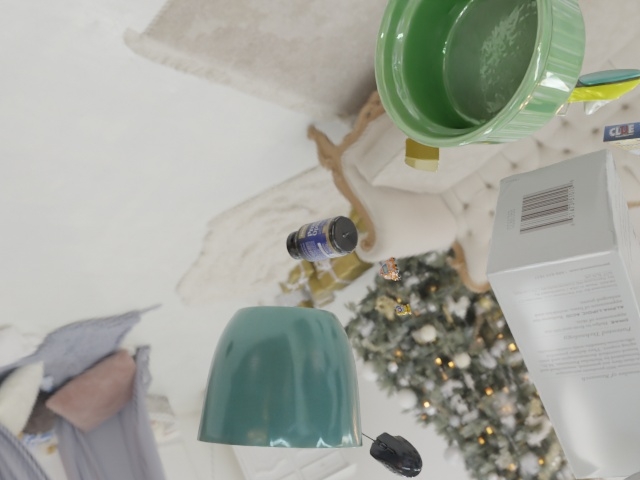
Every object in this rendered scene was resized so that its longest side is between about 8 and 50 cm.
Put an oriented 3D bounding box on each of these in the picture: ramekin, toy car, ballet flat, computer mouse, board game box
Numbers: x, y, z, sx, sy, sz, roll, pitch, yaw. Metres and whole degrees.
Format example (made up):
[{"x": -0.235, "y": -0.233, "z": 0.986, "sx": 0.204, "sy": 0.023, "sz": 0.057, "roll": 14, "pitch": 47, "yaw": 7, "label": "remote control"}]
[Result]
[{"x": 0.238, "y": -0.284, "z": 1.081, "sx": 0.148, "sy": 0.303, "sz": 0.303, "roll": 1, "pitch": 144, "yaw": -41, "label": "ramekin"}, {"x": 0.155, "y": 0.099, "z": 1.533, "sx": 0.040, "sy": 0.122, "sz": 0.060, "roll": -16, "pitch": 166, "yaw": 6, "label": "toy car"}, {"x": 0.473, "y": -0.271, "z": 1.349, "sx": 0.230, "sy": 0.077, "sz": 0.077, "roll": -1, "pitch": 117, "yaw": 15, "label": "ballet flat"}, {"x": 0.102, "y": 0.398, "z": 1.472, "sx": 0.071, "sy": 0.242, "sz": 0.041, "roll": -54, "pitch": 149, "yaw": -15, "label": "computer mouse"}, {"x": 0.823, "y": -0.244, "z": 1.715, "sx": 0.165, "sy": 0.042, "sz": 0.243, "roll": 11, "pitch": 175, "yaw": -33, "label": "board game box"}]

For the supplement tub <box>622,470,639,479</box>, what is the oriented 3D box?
[{"x": 0.383, "y": 0.402, "z": 0.715, "sx": 0.241, "sy": 0.241, "sz": 0.331, "roll": -40, "pitch": -178, "yaw": 25, "label": "supplement tub"}]

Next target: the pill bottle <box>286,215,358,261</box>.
[{"x": 0.000, "y": 0.000, "z": 2.263, "sx": 0.219, "sy": 0.123, "sz": 0.122, "roll": -13, "pitch": 172, "yaw": 42, "label": "pill bottle"}]

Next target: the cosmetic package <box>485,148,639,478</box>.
[{"x": 0.357, "y": 0.109, "z": 0.954, "sx": 0.156, "sy": 0.217, "sz": 0.385, "roll": -15, "pitch": 122, "yaw": 29, "label": "cosmetic package"}]

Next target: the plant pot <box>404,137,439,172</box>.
[{"x": 0.248, "y": -0.219, "z": 1.788, "sx": 0.083, "sy": 0.081, "sz": 0.081, "roll": 1, "pitch": 163, "yaw": 5, "label": "plant pot"}]

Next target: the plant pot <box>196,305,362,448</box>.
[{"x": -0.066, "y": 0.243, "z": 1.305, "sx": 0.292, "sy": 0.235, "sz": 0.293, "roll": 3, "pitch": 168, "yaw": 1, "label": "plant pot"}]
